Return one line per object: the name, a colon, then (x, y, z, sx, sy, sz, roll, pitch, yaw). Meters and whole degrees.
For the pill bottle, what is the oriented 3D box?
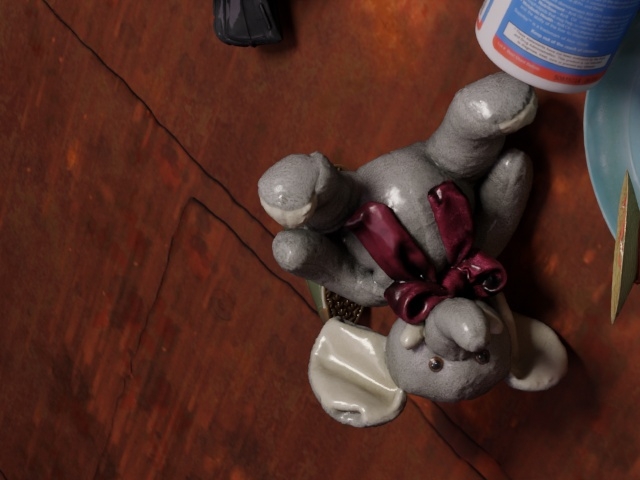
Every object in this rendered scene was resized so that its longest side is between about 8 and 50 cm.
pill bottle: (0.225, -0.244, 1.572, 0.124, 0.124, 0.221, 43, 131, 23)

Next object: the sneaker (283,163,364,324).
sneaker: (0.000, 0.000, 2.036, 0.086, 0.064, 0.192, 21, 123, 48)

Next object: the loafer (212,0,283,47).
loafer: (-0.072, -0.313, 1.954, 0.078, 0.076, 0.223, 2, 108, 10)

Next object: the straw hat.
straw hat: (0.293, 0.007, 1.647, 0.061, 0.144, 0.144, 4, 117, 6)

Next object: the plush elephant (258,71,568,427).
plush elephant: (0.105, 0.043, 1.798, 0.330, 0.271, 0.255, 94, 154, -69)

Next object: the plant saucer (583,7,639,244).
plant saucer: (0.358, -0.064, 1.613, 0.317, 0.043, 0.318, 30, 131, 41)
